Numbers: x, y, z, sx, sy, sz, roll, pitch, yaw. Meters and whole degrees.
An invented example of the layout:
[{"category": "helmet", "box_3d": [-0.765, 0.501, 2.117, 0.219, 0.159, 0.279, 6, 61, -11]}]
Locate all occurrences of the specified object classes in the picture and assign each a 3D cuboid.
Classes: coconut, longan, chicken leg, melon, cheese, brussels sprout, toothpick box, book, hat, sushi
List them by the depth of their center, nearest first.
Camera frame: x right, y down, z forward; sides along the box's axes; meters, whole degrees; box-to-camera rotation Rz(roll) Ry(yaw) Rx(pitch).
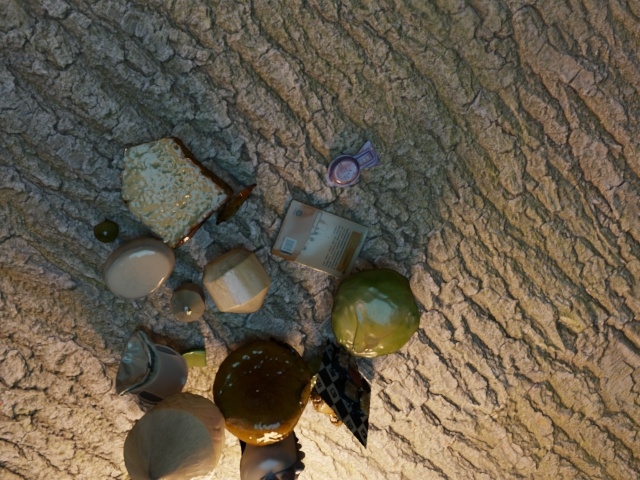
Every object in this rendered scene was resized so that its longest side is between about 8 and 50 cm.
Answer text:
[{"category": "coconut", "box_3d": [-0.440, 0.623, 1.542, 0.329, 0.329, 0.328, -2, 105, -9]}, {"category": "longan", "box_3d": [-0.681, -0.033, 1.628, 0.075, 0.075, 0.083, -14, 66, -5]}, {"category": "coconut", "box_3d": [-0.267, 0.143, 1.670, 0.202, 0.202, 0.222, -31, 102, 0]}, {"category": "coconut", "box_3d": [-0.440, 0.208, 1.696, 0.116, 0.122, 0.116, -3, 105, -9]}, {"category": "cheese", "box_3d": [0.104, -0.245, 1.704, 0.191, 0.042, 0.105, -29, 108, -1]}, {"category": "hat", "box_3d": [-0.558, 0.426, 1.720, 0.226, 0.164, 0.219, 21, 80, -14]}, {"category": "brussels sprout", "box_3d": [0.190, 0.242, 1.751, 0.328, 0.247, 0.327, 2, 111, 5]}, {"category": "book", "box_3d": [0.000, 0.000, 1.765, 0.296, 0.020, 0.207, 21, 101, -14]}, {"category": "sushi", "box_3d": [0.109, 0.508, 1.778, 0.059, 0.292, 0.294, -31, 108, 24]}, {"category": "toothpick box", "box_3d": [-0.169, 0.748, 1.785, 0.229, 0.316, 0.228, -3, 105, -10]}, {"category": "melon", "box_3d": [-0.478, 0.449, 1.789, 0.210, 0.064, 0.118, -33, 106, -2]}, {"category": "chicken leg", "box_3d": [0.037, 0.584, 1.812, 0.107, 0.087, 0.251, -31, 131, -10]}]

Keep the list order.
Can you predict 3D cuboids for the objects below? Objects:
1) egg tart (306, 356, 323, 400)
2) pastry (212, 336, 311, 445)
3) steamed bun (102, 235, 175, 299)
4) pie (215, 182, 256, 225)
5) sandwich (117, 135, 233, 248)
[{"category": "egg tart", "box_3d": [0.007, 0.515, 1.874, 0.197, 0.078, 0.197, -3, 106, -10]}, {"category": "pastry", "box_3d": [-0.194, 0.504, 1.730, 0.356, 0.163, 0.355, 3, 62, -6]}, {"category": "steamed bun", "box_3d": [-0.574, 0.078, 1.636, 0.228, 0.130, 0.177, -38, 117, 1]}, {"category": "pie", "box_3d": [-0.279, -0.115, 1.655, 0.033, 0.088, 0.191, 45, 95, 12]}, {"category": "sandwich", "box_3d": [-0.473, -0.170, 1.588, 0.262, 0.131, 0.325, -43, 110, 5]}]
